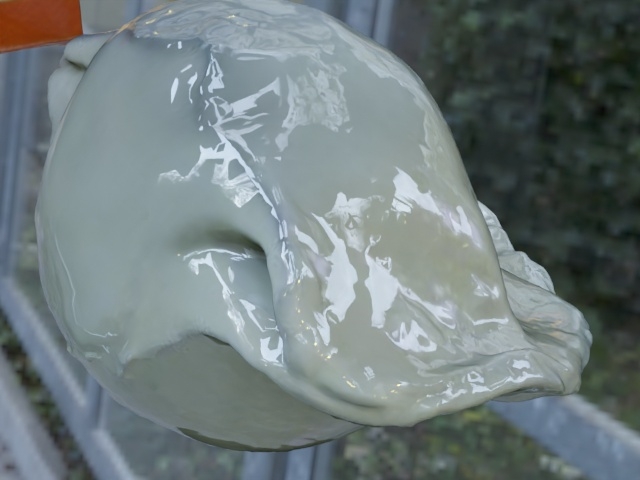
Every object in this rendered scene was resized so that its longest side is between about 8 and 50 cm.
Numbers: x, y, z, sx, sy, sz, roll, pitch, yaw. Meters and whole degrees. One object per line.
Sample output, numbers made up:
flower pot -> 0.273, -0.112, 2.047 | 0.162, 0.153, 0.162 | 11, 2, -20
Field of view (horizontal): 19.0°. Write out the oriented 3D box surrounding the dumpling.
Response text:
dumpling -> 0.000, 0.000, 0.665 | 0.193, 0.147, 0.258 | 18, 15, -27

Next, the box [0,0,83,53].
box -> -0.325, -0.183, 0.719 | 0.348, 0.257, 0.318 | 9, 19, 44
